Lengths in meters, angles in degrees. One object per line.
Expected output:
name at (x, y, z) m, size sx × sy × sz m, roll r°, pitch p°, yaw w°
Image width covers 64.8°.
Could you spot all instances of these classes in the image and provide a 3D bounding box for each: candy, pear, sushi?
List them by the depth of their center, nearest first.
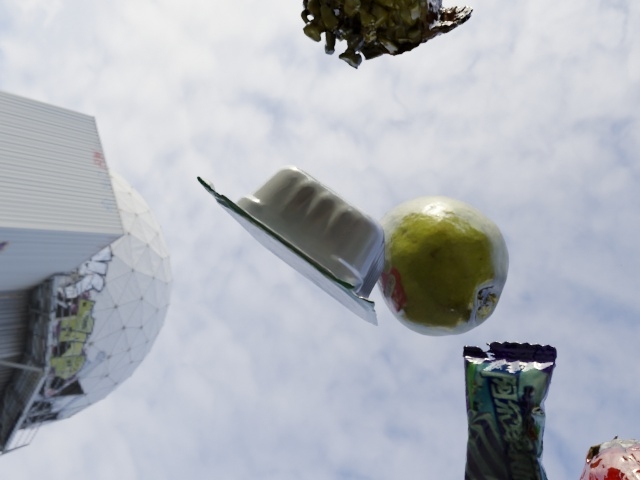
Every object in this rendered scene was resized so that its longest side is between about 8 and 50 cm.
candy at (0.280, 0.287, 0.752) m, size 0.145 × 0.070 × 0.274 m, roll -5°, pitch -111°, yaw 31°
sushi at (0.090, -0.395, 0.831) m, size 0.297 × 0.179 × 0.166 m, roll 35°, pitch -43°, yaw 2°
pear at (0.240, 0.037, 1.099) m, size 0.287 × 0.288 × 0.375 m, roll -59°, pitch -145°, yaw 15°

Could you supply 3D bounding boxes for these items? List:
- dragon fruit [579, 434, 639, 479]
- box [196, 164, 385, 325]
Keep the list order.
dragon fruit at (0.555, 0.494, 0.820) m, size 0.278 × 0.277 × 0.342 m, roll -21°, pitch -119°, yaw 28°
box at (0.000, 0.000, 0.732) m, size 0.264 × 0.336 × 0.106 m, roll 35°, pitch -98°, yaw 13°
